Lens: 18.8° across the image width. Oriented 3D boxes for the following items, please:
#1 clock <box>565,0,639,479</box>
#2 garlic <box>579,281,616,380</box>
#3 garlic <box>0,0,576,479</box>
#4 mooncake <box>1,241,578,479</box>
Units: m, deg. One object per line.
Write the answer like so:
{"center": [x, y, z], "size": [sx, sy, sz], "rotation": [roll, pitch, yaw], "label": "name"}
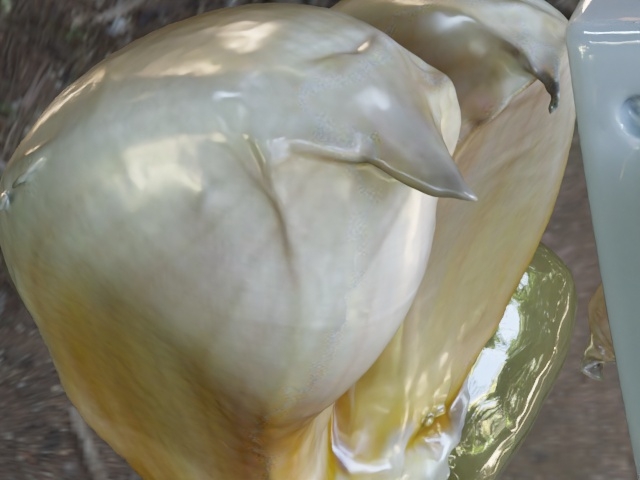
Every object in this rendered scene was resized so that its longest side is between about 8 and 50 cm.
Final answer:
{"center": [0.201, 0.038, 0.518], "size": [0.116, 0.262, 0.231], "rotation": [-50, 133, -44], "label": "clock"}
{"center": [0.298, 0.060, 1.323], "size": [0.110, 0.228, 0.217], "rotation": [-46, 140, -42], "label": "garlic"}
{"center": [0.000, 0.000, 0.866], "size": [0.286, 0.313, 0.249], "rotation": [-8, 45, -14], "label": "garlic"}
{"center": [-0.024, 0.037, 1.636], "size": [0.467, 0.467, 0.262], "rotation": [35, 68, -7], "label": "mooncake"}
